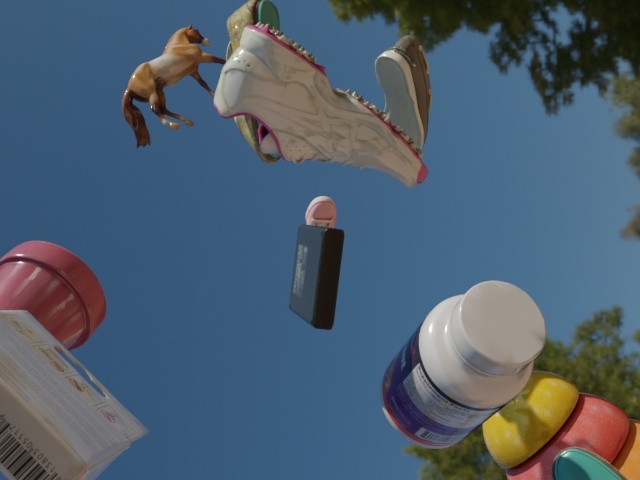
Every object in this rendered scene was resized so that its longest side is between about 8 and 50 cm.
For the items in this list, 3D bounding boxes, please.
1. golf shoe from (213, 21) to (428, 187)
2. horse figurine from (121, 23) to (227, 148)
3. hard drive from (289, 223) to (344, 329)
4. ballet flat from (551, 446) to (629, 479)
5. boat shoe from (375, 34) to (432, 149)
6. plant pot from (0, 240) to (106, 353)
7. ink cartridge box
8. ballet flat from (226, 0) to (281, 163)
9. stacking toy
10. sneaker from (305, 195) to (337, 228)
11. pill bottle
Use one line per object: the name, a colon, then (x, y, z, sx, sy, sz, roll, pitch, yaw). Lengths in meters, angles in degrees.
golf shoe: (0.000, -0.145, 1.124, 0.306, 0.115, 0.140, 35, -83, -17)
horse figurine: (-0.266, -0.285, 1.570, 0.263, 0.174, 0.066, -45, -16, -23)
hard drive: (-0.006, 0.033, 0.865, 0.135, 0.022, 0.094, -167, 84, -79)
ballet flat: (0.474, 0.443, 1.303, 0.107, 0.316, 0.106, -44, -38, 3)
boat shoe: (0.189, -0.298, 1.852, 0.091, 0.109, 0.305, -50, -31, -24)
plant pot: (-0.486, 0.129, 1.438, 0.180, 0.201, 0.201, -58, -41, -52)
ink cartridge box: (-0.258, 0.141, 0.781, 0.066, 0.189, 0.232, -46, -4, -8)
ballet flat: (-0.134, -0.304, 1.703, 0.123, 0.123, 0.349, 21, -118, -57)
stacking toy: (0.431, 0.364, 1.643, 0.480, 0.350, 0.350, 45, -137, 1)
sneaker: (0.000, 0.000, 1.371, 0.070, 0.050, 0.134, -107, 26, -48)
pill bottle: (0.132, 0.116, 0.814, 0.108, 0.108, 0.193, -63, -1, -33)
